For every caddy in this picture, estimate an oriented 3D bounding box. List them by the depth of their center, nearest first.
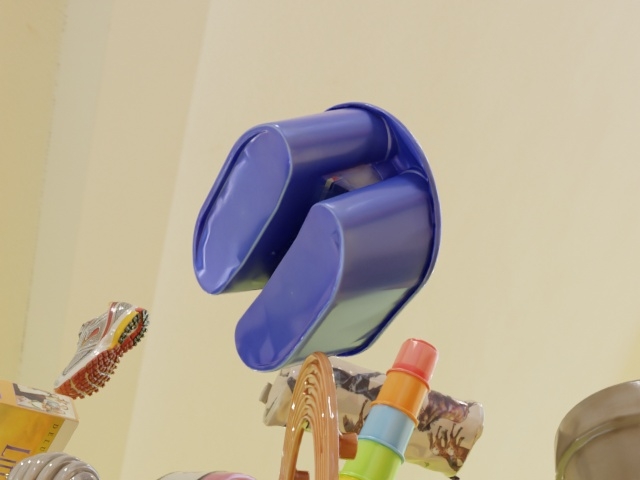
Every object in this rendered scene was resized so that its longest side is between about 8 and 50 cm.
[{"bbox_3d":[0.000,0.000,1.031,0.179,0.241,0.341,-14,-28,-38],"label":"caddy"}]

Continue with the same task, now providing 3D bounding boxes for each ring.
[{"bbox_3d":[-0.010,0.265,0.770,0.032,0.336,0.336,6,-64,-8],"label":"ring"}]

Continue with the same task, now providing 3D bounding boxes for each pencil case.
[{"bbox_3d":[0.092,0.328,1.702,0.410,0.160,0.183,17,-33,-5],"label":"pencil case"}]

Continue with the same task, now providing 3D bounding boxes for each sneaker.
[{"bbox_3d":[-0.422,0.206,1.684,0.225,0.093,0.088,-51,-29,-35],"label":"sneaker"}]

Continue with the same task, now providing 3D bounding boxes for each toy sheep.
[{"bbox_3d":[-0.253,0.246,0.852,0.091,0.132,0.091,0,-90,-65],"label":"toy sheep"}]

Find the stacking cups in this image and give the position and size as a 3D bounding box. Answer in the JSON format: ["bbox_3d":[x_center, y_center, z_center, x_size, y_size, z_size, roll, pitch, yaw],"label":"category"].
[{"bbox_3d":[0.096,0.297,1.370,0.316,0.096,0.096,-63,-38,-32],"label":"stacking cups"}]

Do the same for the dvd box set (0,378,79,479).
[{"bbox_3d":[-0.549,0.273,1.067,0.420,0.062,0.307,25,-76,-36],"label":"dvd box set"}]

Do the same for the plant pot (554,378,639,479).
[{"bbox_3d":[0.468,0.390,1.166,0.280,0.323,0.323,-71,-24,-48],"label":"plant pot"}]

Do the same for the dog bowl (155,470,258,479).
[{"bbox_3d":[-0.182,0.620,1.674,0.150,0.408,0.408,-23,-39,24],"label":"dog bowl"}]
